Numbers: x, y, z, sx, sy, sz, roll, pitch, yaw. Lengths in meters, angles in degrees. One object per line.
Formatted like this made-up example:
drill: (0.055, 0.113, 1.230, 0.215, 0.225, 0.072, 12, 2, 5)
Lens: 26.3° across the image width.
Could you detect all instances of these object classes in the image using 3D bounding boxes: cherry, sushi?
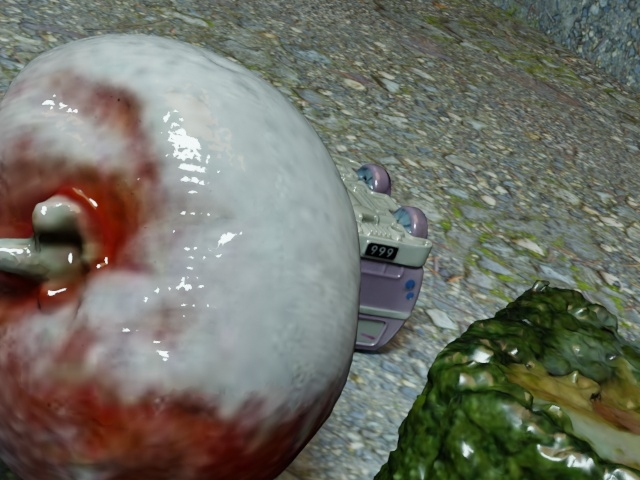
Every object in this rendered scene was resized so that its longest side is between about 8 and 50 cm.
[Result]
cherry: (-0.115, 0.018, 0.945, 0.291, 0.326, 0.335, -12, 14, 13)
sushi: (0.211, 0.185, 1.018, 0.294, 0.178, 0.352, 32, 21, 20)

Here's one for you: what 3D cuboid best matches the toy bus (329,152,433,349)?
toy bus: (0.000, 0.000, 1.319, 0.142, 0.142, 0.202, 9, 25, -28)
